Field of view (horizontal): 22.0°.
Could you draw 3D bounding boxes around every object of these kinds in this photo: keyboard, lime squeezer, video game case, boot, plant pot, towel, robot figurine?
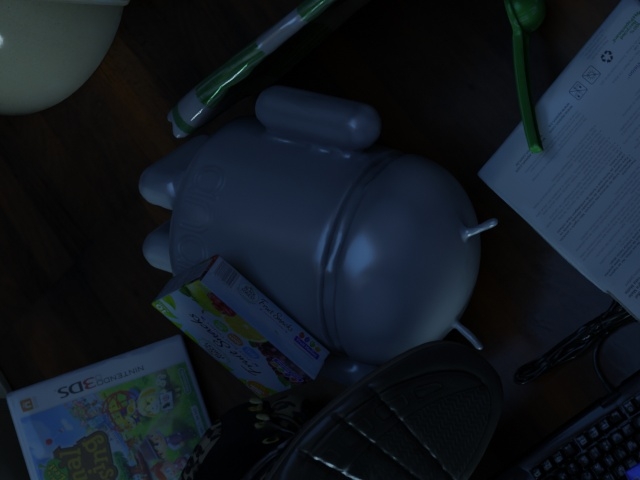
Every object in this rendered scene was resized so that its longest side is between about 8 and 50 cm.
[{"bbox_3d":[0.273,0.154,1.495,0.317,0.033,0.201,-39,70,18],"label":"keyboard"},{"bbox_3d":[0.217,-0.234,1.529,0.110,0.059,0.310,22,84,16],"label":"lime squeezer"},{"bbox_3d":[-0.200,0.225,1.684,0.193,0.023,0.212,-19,77,-4],"label":"video game case"},{"bbox_3d":[-0.007,0.206,1.491,0.138,0.284,0.377,38,97,-13],"label":"boot"},{"bbox_3d":[-0.378,-0.286,1.764,0.284,0.191,0.284,-2,86,26],"label":"plant pot"},{"bbox_3d":[0.012,-0.216,1.542,0.325,0.248,0.038,-34,94,22],"label":"towel"},{"bbox_3d":[0.000,0.000,1.547,0.353,0.200,0.300,15,126,27],"label":"robot figurine"}]

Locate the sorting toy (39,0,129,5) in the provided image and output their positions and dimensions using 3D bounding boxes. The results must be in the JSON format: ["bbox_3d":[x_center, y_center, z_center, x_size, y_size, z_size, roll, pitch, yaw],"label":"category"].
[{"bbox_3d":[-0.252,-0.310,1.677,0.046,0.274,0.132,-41,54,57],"label":"sorting toy"}]

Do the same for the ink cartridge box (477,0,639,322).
[{"bbox_3d":[0.291,-0.071,1.485,0.224,0.045,0.223,46,104,26],"label":"ink cartridge box"}]

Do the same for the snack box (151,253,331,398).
[{"bbox_3d":[-0.073,0.080,1.493,0.141,0.037,0.100,42,150,-14],"label":"snack box"}]

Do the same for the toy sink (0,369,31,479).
[{"bbox_3d":[-0.388,0.255,1.764,0.153,0.131,0.234,-40,70,19],"label":"toy sink"}]

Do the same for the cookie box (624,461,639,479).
[{"bbox_3d":[0.336,0.211,1.430,0.107,0.040,0.092,-36,76,20],"label":"cookie box"}]
